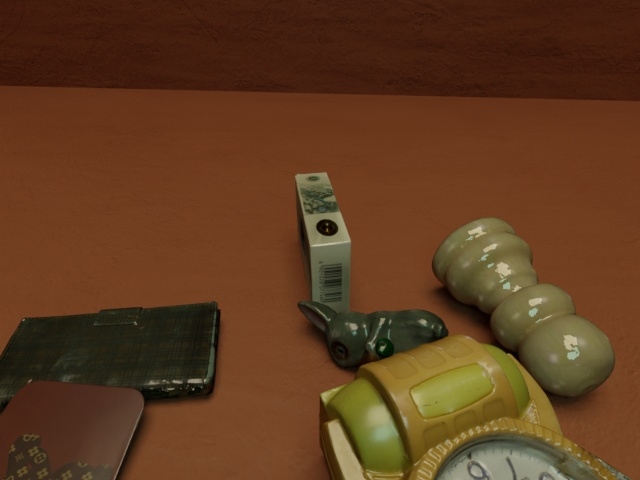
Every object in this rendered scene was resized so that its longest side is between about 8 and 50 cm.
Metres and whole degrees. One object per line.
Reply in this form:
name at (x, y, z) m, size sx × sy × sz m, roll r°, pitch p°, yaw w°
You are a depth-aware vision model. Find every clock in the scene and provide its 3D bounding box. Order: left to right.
clock at (0.155, 0.266, 0.414) m, size 0.245 × 0.200 × 0.317 m, roll -16°, pitch 46°, yaw -17°

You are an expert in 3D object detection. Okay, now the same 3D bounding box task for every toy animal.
toy animal at (0.078, 0.154, 0.662) m, size 0.237 × 0.107 × 0.138 m, roll 0°, pitch -7°, yaw 31°

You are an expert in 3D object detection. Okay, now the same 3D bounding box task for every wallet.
wallet at (-0.318, 0.174, 0.651) m, size 0.318 × 0.044 × 0.168 m, roll -4°, pitch 38°, yaw -5°

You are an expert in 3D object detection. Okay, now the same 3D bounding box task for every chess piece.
chess piece at (0.328, 0.110, 0.692) m, size 0.167 × 0.166 × 0.299 m, roll -10°, pitch 43°, yaw -16°

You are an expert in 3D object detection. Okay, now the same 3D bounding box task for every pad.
pad at (-0.329, 0.285, 0.486) m, size 0.181 × 0.004 × 0.267 m, roll 4°, pitch 43°, yaw 2°

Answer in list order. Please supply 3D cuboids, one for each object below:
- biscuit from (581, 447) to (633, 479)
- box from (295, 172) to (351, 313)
biscuit at (0.325, 0.280, 0.531) m, size 0.292 × 0.026 × 0.048 m, roll 28°, pitch 47°, yaw 35°
box at (0.001, 0.000, 0.810) m, size 0.069 × 0.164 × 0.256 m, roll -6°, pitch 35°, yaw -6°
